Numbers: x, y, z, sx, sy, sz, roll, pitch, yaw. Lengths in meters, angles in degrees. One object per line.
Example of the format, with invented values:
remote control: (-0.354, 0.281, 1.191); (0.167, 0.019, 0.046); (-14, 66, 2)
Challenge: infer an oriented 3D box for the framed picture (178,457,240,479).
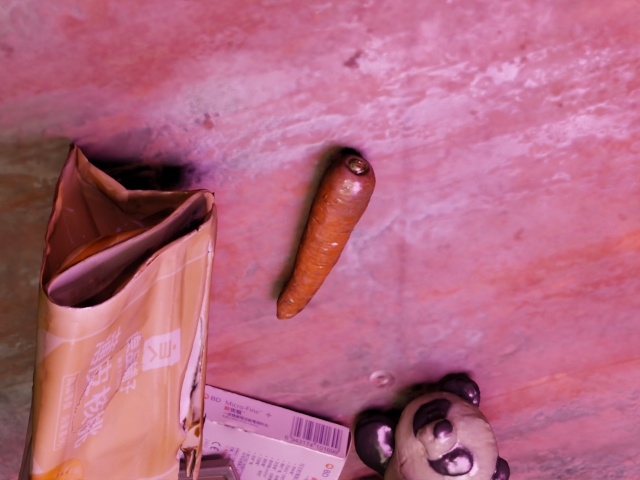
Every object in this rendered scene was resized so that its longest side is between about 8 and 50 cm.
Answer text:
framed picture: (-0.138, 0.337, 1.711); (0.209, 0.019, 0.281); (-6, 121, 20)

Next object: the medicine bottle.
medicine bottle: (-0.076, 0.245, 1.685); (0.171, 0.052, 0.201); (16, 128, -5)

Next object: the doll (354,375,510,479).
doll: (0.103, 0.241, 1.634); (0.135, 0.143, 0.234); (-9, 129, -11)

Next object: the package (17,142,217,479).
package: (-0.168, 0.103, 1.476); (0.165, 0.221, 0.311); (7, 128, -7)

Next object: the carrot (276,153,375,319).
carrot: (0.000, 0.000, 1.494); (0.047, 0.047, 0.191); (17, 132, -11)
